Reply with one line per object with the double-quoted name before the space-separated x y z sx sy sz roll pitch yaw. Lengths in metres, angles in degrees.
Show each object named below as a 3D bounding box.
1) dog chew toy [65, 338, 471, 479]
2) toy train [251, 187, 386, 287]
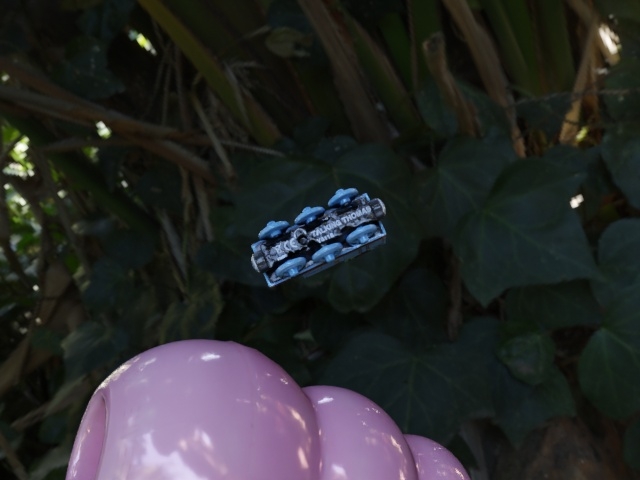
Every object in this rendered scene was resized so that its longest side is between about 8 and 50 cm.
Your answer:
"dog chew toy" -0.020 0.199 0.639 0.206 0.331 0.207 -46 34 45
"toy train" 0.000 0.000 1.065 0.184 0.080 0.105 -25 -17 -2
